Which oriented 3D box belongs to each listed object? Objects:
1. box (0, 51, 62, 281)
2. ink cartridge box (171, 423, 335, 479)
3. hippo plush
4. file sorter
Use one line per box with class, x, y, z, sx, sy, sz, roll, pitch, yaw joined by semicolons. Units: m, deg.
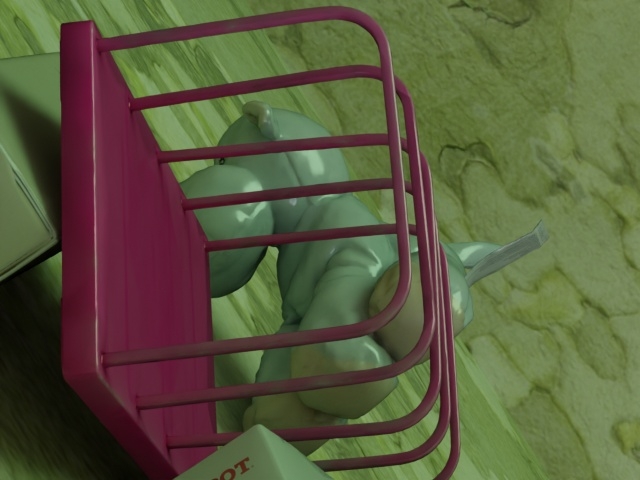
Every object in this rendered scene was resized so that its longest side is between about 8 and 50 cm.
box;-0.183;-0.039;1.033;0.113;0.094;0.275;57;9;-2
ink cartridge box;-0.025;0.212;0.901;0.127;0.128;0.176;46;13;-50
hippo plush;0.000;0.000;1.375;0.236;0.294;0.234;49;-13;1
file sorter;-0.022;0.023;1.017;0.291;0.182;0.202;69;15;-64
